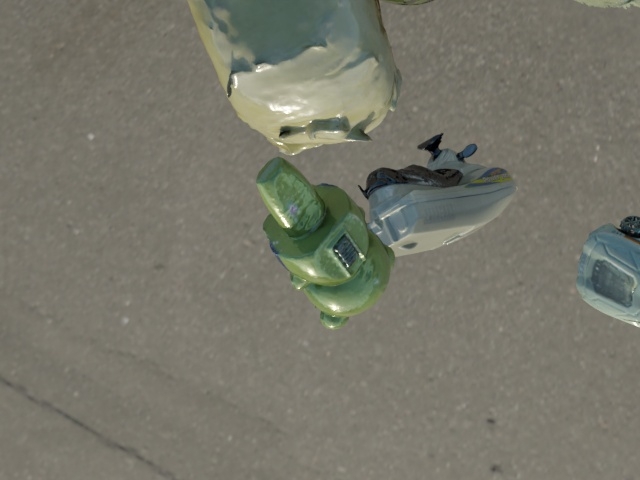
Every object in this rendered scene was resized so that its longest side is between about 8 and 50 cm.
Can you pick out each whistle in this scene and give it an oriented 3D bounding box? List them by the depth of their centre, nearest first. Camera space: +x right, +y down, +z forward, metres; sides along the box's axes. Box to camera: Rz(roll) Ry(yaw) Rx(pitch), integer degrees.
[{"bbox_3d":[0.000,0.000,1.160,0.085,0.105,0.227,29,164,43],"label":"whistle"}]

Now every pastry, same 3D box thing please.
[{"bbox_3d":[-0.015,-0.122,0.605,0.088,0.166,0.165,-13,121,9],"label":"pastry"}]

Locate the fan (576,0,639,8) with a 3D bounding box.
[{"bbox_3d":[0.296,-0.257,1.210,0.415,0.012,0.233,36,167,-18],"label":"fan"}]

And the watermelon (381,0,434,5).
[{"bbox_3d":[0.065,-0.208,0.837,0.133,0.105,0.105,54,140,34],"label":"watermelon"}]

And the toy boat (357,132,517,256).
[{"bbox_3d":[0.139,-0.054,1.529,0.141,0.269,0.140,16,119,32],"label":"toy boat"}]

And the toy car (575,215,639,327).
[{"bbox_3d":[0.327,0.051,1.093,0.205,0.056,0.095,26,131,27],"label":"toy car"}]
